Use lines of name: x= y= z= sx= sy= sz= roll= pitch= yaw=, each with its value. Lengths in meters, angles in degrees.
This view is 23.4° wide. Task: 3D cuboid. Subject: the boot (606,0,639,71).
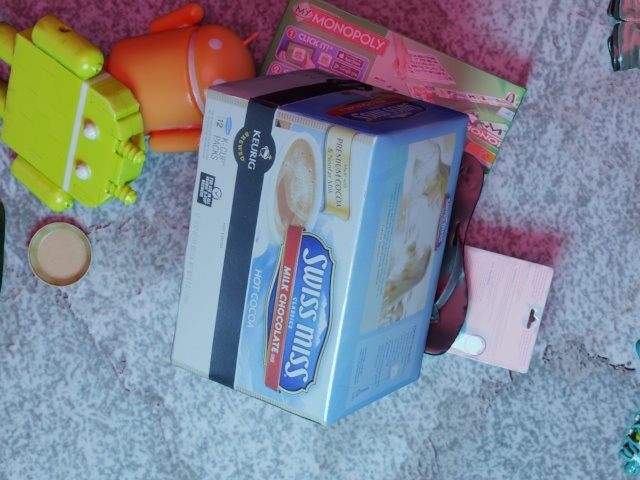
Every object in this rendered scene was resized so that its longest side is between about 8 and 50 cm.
boot: x=0.441 y=-0.320 z=1.895 sx=0.161 sy=0.083 sz=0.246 roll=10 pitch=93 yaw=8

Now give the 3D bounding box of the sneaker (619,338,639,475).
sneaker: x=0.425 y=0.253 z=1.922 sx=0.110 sy=0.107 sz=0.275 roll=-11 pitch=93 yaw=13

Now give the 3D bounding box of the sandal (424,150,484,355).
sandal: x=0.139 y=0.014 z=1.888 sx=0.097 sy=0.054 sz=0.254 roll=7 pitch=91 yaw=8

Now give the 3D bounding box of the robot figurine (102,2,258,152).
robot figurine: x=-0.175 y=-0.199 z=1.895 sx=0.219 sy=0.158 sz=0.128 roll=-7 pitch=130 yaw=17

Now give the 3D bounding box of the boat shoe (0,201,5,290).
boat shoe: x=-0.434 y=0.025 z=1.974 sx=0.049 sy=0.056 sz=0.152 roll=5 pitch=84 yaw=7

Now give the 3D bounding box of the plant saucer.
plant saucer: x=-0.333 y=0.018 z=1.984 sx=0.083 sy=0.015 sz=0.083 roll=0 pitch=93 yaw=3

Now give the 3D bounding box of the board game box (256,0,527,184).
board game box: x=0.071 y=-0.156 z=1.938 sx=0.317 sy=0.046 sz=0.213 roll=24 pitch=94 yaw=1

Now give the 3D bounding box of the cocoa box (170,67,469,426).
cocoa box: x=0.000 y=0.000 z=1.794 sx=0.228 sy=0.231 sz=0.347 roll=19 pitch=109 yaw=28

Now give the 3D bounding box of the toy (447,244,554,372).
toy: x=0.162 y=0.068 z=1.943 sx=0.237 sy=0.056 sz=0.137 roll=14 pitch=98 yaw=7

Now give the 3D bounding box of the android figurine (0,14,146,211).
android figurine: x=-0.313 y=-0.148 z=1.886 sx=0.273 sy=0.056 sz=0.248 roll=39 pitch=132 yaw=22
